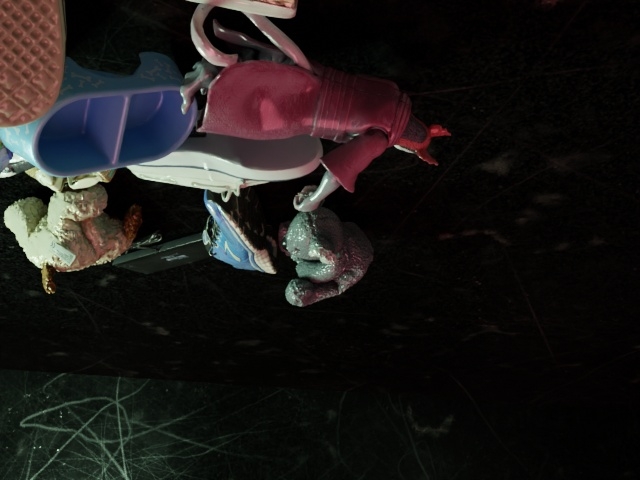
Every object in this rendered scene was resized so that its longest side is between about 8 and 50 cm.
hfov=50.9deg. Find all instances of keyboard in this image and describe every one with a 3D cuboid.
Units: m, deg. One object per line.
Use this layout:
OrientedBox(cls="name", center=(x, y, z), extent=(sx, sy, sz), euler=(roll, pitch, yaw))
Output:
OrientedBox(cls="keyboard", center=(-0.369, 0.020, 1.591), extent=(0.317, 0.033, 0.201), euler=(-15, 158, 29))

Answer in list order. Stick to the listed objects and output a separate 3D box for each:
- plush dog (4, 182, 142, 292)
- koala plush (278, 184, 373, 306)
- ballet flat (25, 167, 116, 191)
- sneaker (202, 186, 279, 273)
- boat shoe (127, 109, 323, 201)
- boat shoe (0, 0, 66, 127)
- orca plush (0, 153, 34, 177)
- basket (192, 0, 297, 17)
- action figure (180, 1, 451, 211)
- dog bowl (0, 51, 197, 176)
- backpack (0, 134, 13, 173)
OrientedBox(cls="plush dog", center=(-0.500, -0.004, 1.428), extent=(0.262, 0.210, 0.225), euler=(-13, 176, 31))
OrientedBox(cls="koala plush", center=(0.000, 0.000, 1.378), extent=(0.203, 0.196, 0.221), euler=(-13, 151, 4))
OrientedBox(cls="ballet flat", center=(-0.482, -0.129, 1.276), extent=(0.206, 0.067, 0.073), euler=(-6, 153, 18))
OrientedBox(cls="sneaker", center=(-0.188, -0.013, 1.413), extent=(0.147, 0.129, 0.330), euler=(-5, 152, 9))
OrientedBox(cls="boat shoe", center=(-0.172, -0.133, 1.169), extent=(0.367, 0.135, 0.156), euler=(1, 153, 8))
OrientedBox(cls="boat shoe", center=(-0.319, -0.353, 0.652), extent=(0.187, 0.156, 0.500), euler=(-7, 135, -32))
OrientedBox(cls="orca plush", center=(-0.561, -0.181, 1.203), extent=(0.287, 0.102, 0.151), euler=(-18, 103, 17))
OrientedBox(cls="basket", center=(-0.098, -0.344, 0.777), extent=(0.167, 0.113, 0.103), euler=(9, 148, -11))
OrientedBox(cls="action figure", center=(0.011, -0.204, 0.936), extent=(0.370, 0.248, 0.275), euler=(13, 146, -4))
OrientedBox(cls="dog bowl", center=(-0.306, -0.178, 0.975), extent=(0.297, 0.074, 0.166), euler=(-19, 144, -45))
OrientedBox(cls="backpack", center=(-0.587, -0.215, 0.961), extent=(0.356, 0.273, 0.290), euler=(-7, 147, -10))
